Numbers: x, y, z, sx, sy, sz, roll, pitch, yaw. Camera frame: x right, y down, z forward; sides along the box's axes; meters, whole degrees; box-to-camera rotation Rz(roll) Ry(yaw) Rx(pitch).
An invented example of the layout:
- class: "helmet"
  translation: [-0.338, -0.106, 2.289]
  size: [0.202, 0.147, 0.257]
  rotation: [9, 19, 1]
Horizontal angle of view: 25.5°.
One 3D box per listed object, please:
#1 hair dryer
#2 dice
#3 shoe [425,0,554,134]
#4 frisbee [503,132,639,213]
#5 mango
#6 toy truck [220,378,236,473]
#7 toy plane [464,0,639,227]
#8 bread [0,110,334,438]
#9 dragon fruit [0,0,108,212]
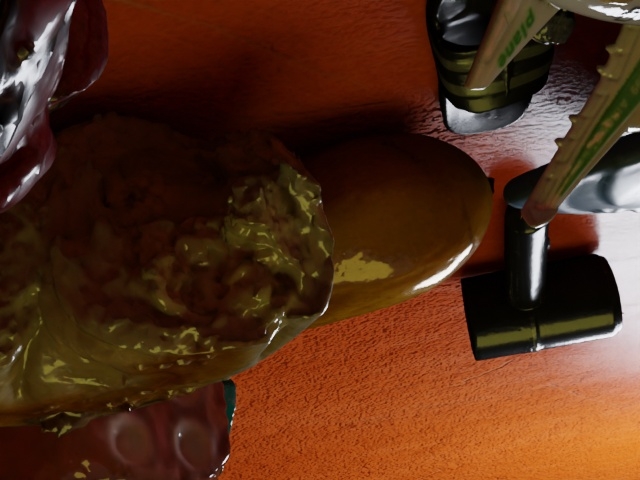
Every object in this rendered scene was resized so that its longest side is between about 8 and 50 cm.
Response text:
- class: "hair dryer"
  translation: [0.169, 0.018, 1.091]
  size: [0.124, 0.071, 0.219]
  rotation: [-12, 149, 3]
- class: "dice"
  translation: [-0.187, 0.130, 1.058]
  size: [0.179, 0.174, 0.174]
  rotation: [-25, 152, 35]
- class: "shoe"
  translation: [0.099, -0.092, 0.805]
  size: [0.071, 0.049, 0.179]
  rotation: [-10, 157, 0]
- class: "frisbee"
  translation: [0.250, -0.054, 0.829]
  size: [0.290, 0.049, 0.289]
  rotation: [-17, 178, -1]
- class: "mango"
  translation: [0.000, 0.000, 0.914]
  size: [0.227, 0.109, 0.147]
  rotation: [-19, 180, 21]
- class: "toy truck"
  translation: [-0.176, 0.175, 1.246]
  size: [0.114, 0.124, 0.253]
  rotation: [12, 147, -37]
- class: "toy plane"
  translation: [0.162, -0.130, 0.661]
  size: [0.255, 0.101, 0.251]
  rotation: [-7, 126, -45]
- class: "bread"
  translation: [-0.145, 0.021, 0.823]
  size: [0.314, 0.171, 0.192]
  rotation: [-9, 160, 3]
- class: "dragon fruit"
  translation: [-0.167, -0.094, 0.515]
  size: [0.293, 0.233, 0.234]
  rotation: [-34, 150, 19]
